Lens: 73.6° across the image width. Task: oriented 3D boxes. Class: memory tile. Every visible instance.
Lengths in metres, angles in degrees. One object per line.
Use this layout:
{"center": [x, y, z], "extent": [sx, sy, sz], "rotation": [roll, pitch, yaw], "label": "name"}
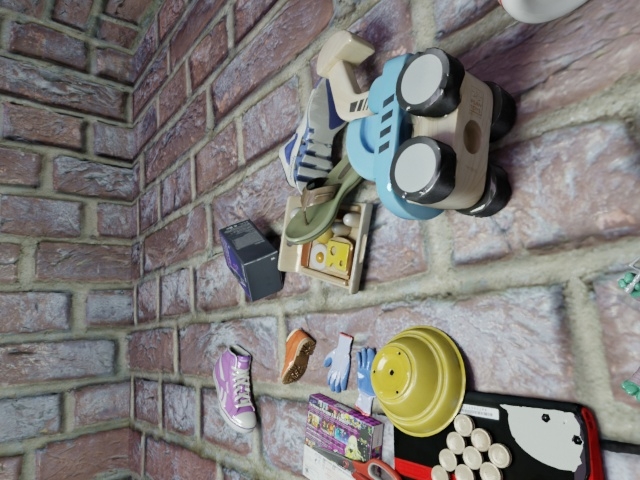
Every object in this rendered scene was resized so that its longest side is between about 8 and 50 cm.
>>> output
{"center": [0.260, 0.395, 0.746], "extent": [0.113, 0.012, 0.148], "rotation": [31, 104, 50], "label": "memory tile"}

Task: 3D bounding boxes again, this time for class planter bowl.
{"center": [0.165, 0.267, 0.844], "extent": [0.217, 0.090, 0.217], "rotation": [-28, 51, 41], "label": "planter bowl"}

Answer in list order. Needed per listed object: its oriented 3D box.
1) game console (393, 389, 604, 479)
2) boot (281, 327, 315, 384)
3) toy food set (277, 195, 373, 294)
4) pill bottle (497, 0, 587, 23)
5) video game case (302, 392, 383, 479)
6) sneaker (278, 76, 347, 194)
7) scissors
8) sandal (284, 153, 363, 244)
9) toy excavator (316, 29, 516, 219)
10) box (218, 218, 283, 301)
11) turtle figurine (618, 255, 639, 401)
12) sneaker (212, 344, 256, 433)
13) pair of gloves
{"center": [0.288, 0.445, 0.756], "extent": [0.387, 0.060, 0.341], "rotation": [-13, 70, 48], "label": "game console"}
{"center": [-0.075, 0.323, 1.196], "extent": [0.085, 0.059, 0.157], "rotation": [38, 106, 49], "label": "boot"}
{"center": [0.000, 0.000, 1.109], "extent": [0.306, 0.092, 0.219], "rotation": [13, 95, 50], "label": "toy food set"}
{"center": [0.320, -0.554, 0.700], "extent": [0.210, 0.210, 0.362], "rotation": [-43, 54, 39], "label": "pill bottle"}
{"center": [0.047, 0.509, 1.035], "extent": [0.232, 0.042, 0.210], "rotation": [2, 87, 50], "label": "video game case"}
{"center": [-0.035, -0.274, 1.149], "extent": [0.182, 0.128, 0.315], "rotation": [20, 95, 57], "label": "sneaker"}
{"center": [0.074, 0.497, 0.956], "extent": [0.297, 0.021, 0.108], "rotation": [17, 98, 55], "label": "scissors"}
{"center": [0.005, -0.121, 1.032], "extent": [0.120, 0.086, 0.302], "rotation": [24, 76, 50], "label": "sandal"}
{"center": [0.135, -0.258, 0.877], "extent": [0.445, 0.222, 0.432], "rotation": [4, 89, 50], "label": "toy excavator"}
{"center": [-0.213, 0.056, 1.303], "extent": [0.207, 0.108, 0.153], "rotation": [44, 147, 45], "label": "box"}
{"center": [0.470, 0.110, 0.520], "extent": [0.175, 0.118, 0.234], "rotation": [-138, 46, -60], "label": "turtle figurine"}
{"center": [-0.264, 0.459, 1.370], "extent": [0.282, 0.102, 0.161], "rotation": [51, 120, 40], "label": "sneaker"}
{"center": [0.075, 0.317, 1.039], "extent": [0.198, 0.023, 0.159], "rotation": [18, 100, 49], "label": "pair of gloves"}
